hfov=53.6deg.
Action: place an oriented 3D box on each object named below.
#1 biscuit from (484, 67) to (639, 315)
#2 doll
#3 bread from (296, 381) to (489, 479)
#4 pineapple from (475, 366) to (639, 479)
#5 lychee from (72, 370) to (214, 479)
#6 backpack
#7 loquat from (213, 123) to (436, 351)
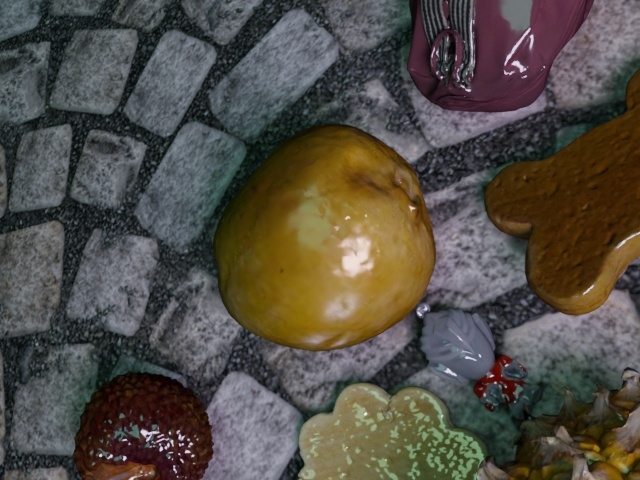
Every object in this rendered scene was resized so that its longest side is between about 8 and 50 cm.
[{"bbox_3d":[0.390,-0.092,0.662,0.432,0.064,0.283,-37,32,20],"label":"biscuit"},{"bbox_3d":[0.184,0.142,0.767,0.180,0.079,0.094,41,80,16],"label":"doll"},{"bbox_3d":[0.086,0.272,0.793,0.250,0.039,0.182,-3,74,25],"label":"bread"},{"bbox_3d":[0.251,0.306,0.515,0.352,0.300,0.353,16,114,39],"label":"pineapple"},{"bbox_3d":[-0.245,0.269,0.886,0.188,0.188,0.188,-7,73,24],"label":"lychee"},{"bbox_3d":[0.216,-0.320,0.802,0.283,0.197,0.318,19,89,50],"label":"backpack"},{"bbox_3d":[0.000,0.000,0.793,0.283,0.276,0.276,-17,69,24],"label":"loquat"}]
